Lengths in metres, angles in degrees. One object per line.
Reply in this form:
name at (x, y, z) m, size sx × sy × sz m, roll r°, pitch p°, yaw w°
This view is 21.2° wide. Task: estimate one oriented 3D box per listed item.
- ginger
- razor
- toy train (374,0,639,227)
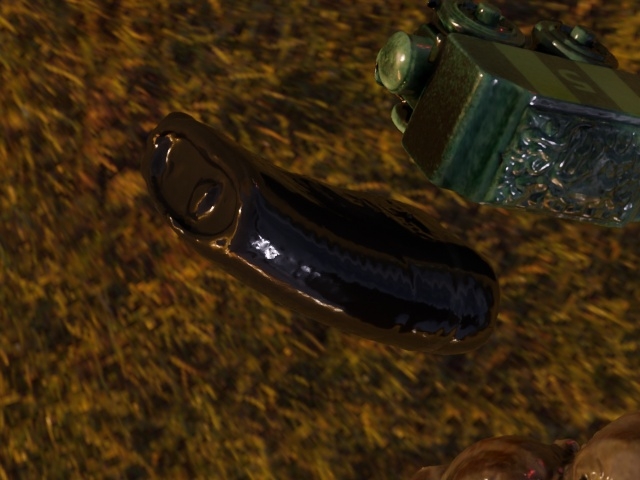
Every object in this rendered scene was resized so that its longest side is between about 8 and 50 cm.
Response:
ginger at (0.205, 0.226, 1.452) m, size 0.304 × 0.244 × 0.155 m, roll -6°, pitch 81°, yaw 13°
razor at (0.000, 0.002, 1.542) m, size 0.349 × 0.204 × 0.113 m, roll 21°, pitch 106°, yaw -39°
toy train at (0.205, -0.121, 1.678) m, size 0.299 × 0.238 × 0.167 m, roll 8°, pitch 119°, yaw -28°
